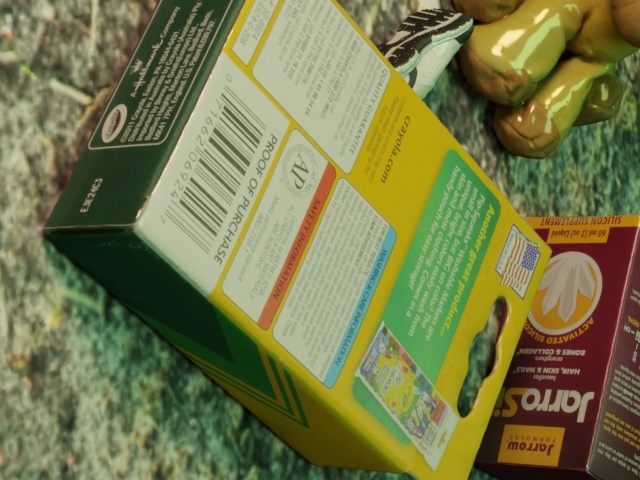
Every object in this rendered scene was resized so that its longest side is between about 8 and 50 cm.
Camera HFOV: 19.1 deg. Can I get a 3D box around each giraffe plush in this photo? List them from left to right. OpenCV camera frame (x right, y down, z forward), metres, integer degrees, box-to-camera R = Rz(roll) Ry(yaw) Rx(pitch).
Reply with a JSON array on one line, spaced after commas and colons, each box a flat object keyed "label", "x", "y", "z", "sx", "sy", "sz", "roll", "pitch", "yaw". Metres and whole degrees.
[{"label": "giraffe plush", "x": 0.215, "y": -0.165, "z": 1.323, "sx": 0.210, "sy": 0.170, "sz": 0.181, "roll": -52, "pitch": 125, "yaw": -36}]

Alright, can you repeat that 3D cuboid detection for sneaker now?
[{"label": "sneaker", "x": 0.064, "y": -0.119, "z": 1.258, "sx": 0.109, "sy": 0.040, "sz": 0.044, "roll": -38, "pitch": 133, "yaw": -38}]

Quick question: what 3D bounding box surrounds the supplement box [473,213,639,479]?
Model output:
[{"label": "supplement box", "x": 0.185, "y": 0.082, "z": 1.335, "sx": 0.081, "sy": 0.104, "sz": 0.188, "roll": 31, "pitch": 66, "yaw": -43}]

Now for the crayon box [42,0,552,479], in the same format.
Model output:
[{"label": "crayon box", "x": 0.000, "y": 0.000, "z": 1.143, "sx": 0.323, "sy": 0.083, "sz": 0.203, "roll": 45, "pitch": 57, "yaw": -38}]
